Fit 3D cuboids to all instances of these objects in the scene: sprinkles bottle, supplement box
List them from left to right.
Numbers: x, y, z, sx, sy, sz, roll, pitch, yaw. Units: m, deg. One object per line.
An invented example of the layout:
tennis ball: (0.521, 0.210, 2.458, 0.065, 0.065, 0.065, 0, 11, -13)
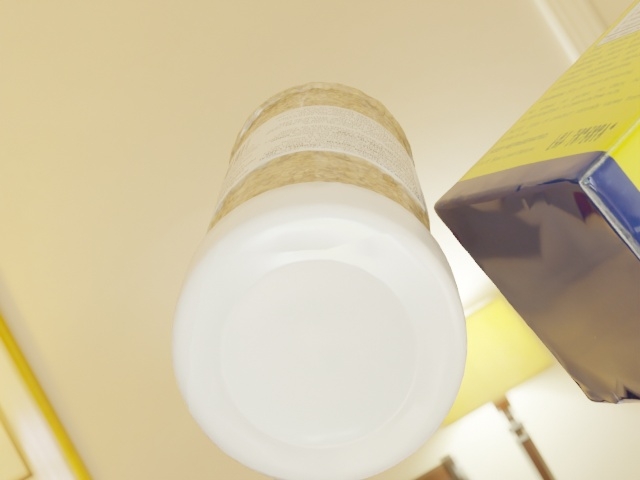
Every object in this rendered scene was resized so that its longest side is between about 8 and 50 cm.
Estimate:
sprinkles bottle: (0.000, 0.000, 0.725, 0.121, 0.121, 0.355, -31, 13, 8)
supplement box: (0.289, -0.075, 0.946, 0.356, 0.195, 0.194, -45, 12, -18)
